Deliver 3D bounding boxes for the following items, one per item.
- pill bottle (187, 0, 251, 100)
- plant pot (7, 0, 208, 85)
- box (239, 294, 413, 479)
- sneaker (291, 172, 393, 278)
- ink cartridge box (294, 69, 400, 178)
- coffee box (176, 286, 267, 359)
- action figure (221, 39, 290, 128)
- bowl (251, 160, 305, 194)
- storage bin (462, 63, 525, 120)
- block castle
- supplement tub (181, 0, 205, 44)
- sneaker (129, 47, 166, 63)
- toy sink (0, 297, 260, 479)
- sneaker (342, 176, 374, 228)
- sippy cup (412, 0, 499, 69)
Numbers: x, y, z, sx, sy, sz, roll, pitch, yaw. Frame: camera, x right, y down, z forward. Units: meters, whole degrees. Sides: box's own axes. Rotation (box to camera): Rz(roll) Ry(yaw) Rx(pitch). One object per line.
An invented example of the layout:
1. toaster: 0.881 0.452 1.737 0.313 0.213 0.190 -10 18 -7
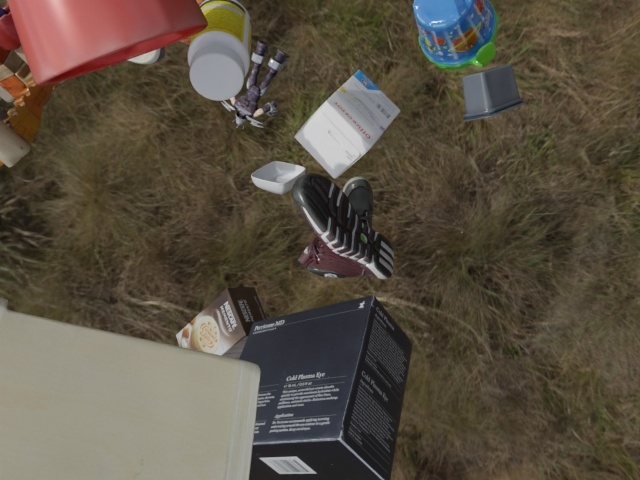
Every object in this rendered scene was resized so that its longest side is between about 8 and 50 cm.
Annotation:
1. pill bottle: -0.195 -0.374 1.066 0.119 0.119 0.209 -17 47 14
2. plant pot: -0.335 -0.384 0.786 0.274 0.275 0.243 -15 111 14
3. box: -0.016 0.313 1.123 0.343 0.313 0.179 -17 127 34
4. sneaker: 0.000 0.000 0.987 0.162 0.281 0.107 -15 47 35
5. ink cartridge box: 0.077 -0.326 1.536 0.171 0.233 0.168 44 136 -6
6. coffee box: -0.257 0.243 1.429 0.246 0.098 0.141 -42 62 29
7. action figure: -0.206 -0.491 1.773 0.185 0.099 0.285 28 106 -5
8. bowl: -0.130 -0.194 1.721 0.141 0.142 0.053 17 128 28
9. storage bin: 0.354 -0.313 1.154 0.098 0.135 0.091 4 112 54
10. block castle: -0.722 -0.260 1.015 0.452 0.213 0.303 -12 50 24
11. supplement tub: -0.409 -0.761 1.655 0.193 0.193 0.316 -25 65 14
12. sneaker: -0.649 -0.634 1.708 0.349 0.148 0.131 24 106 0
13. toy sink: -0.177 0.124 0.336 0.234 0.153 0.131 17 58 -23
14. sneaker: 0.103 -0.040 1.337 0.083 0.118 0.222 -8 130 -6
15. sippy cup: 0.371 -0.640 1.558 0.305 0.224 0.240 18 92 26
